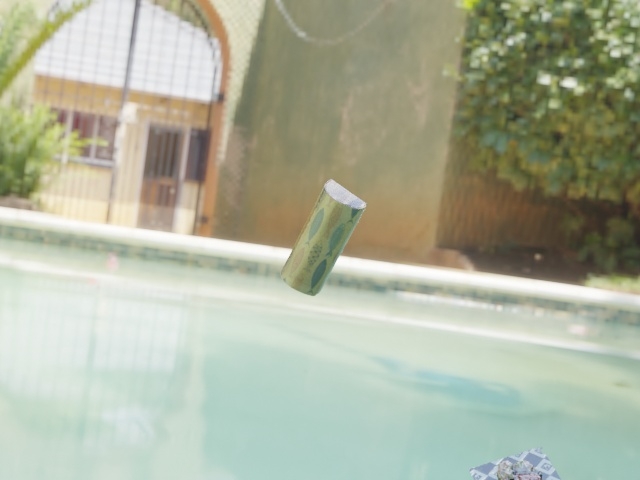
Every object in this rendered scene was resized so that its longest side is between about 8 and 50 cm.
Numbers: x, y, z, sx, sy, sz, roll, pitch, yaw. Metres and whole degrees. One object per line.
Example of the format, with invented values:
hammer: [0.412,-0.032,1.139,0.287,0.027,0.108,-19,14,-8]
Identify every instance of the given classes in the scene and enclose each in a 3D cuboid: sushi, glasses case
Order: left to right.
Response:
glasses case: [0.000,0.000,1.701,0.064,0.170,0.041,35,35,11]
sushi: [0.303,0.359,1.836,0.126,0.026,0.120,-14,34,-11]
